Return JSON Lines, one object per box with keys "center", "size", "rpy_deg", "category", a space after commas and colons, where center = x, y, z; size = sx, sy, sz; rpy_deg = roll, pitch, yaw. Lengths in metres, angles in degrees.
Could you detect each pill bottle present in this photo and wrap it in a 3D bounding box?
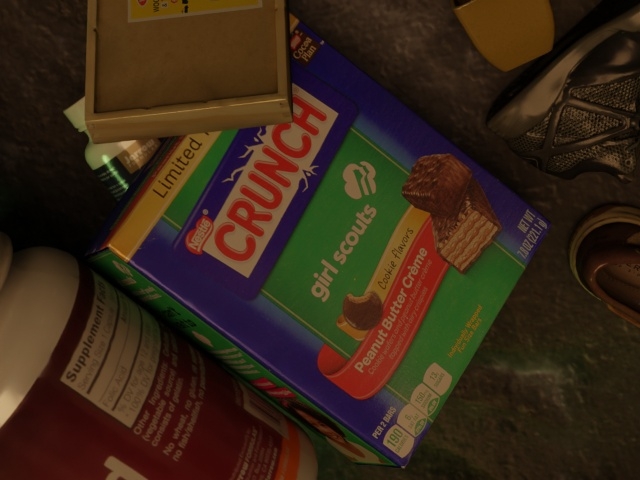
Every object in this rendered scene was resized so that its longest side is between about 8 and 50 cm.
{"center": [-0.211, 0.148, 1.280], "size": [0.392, 0.224, 0.224], "rpy_deg": [39, 106, -24], "category": "pill bottle"}
{"center": [-0.154, -0.073, 1.404], "size": [0.094, 0.094, 0.169], "rpy_deg": [-36, 103, 13], "category": "pill bottle"}

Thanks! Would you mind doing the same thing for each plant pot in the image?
{"center": [0.165, -0.199, 1.359], "size": [0.081, 0.081, 0.083], "rpy_deg": [-25, 116, 10], "category": "plant pot"}

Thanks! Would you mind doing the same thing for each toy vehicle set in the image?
{"center": [-0.110, -0.211, 1.295], "size": [0.166, 0.267, 0.035], "rpy_deg": [-5, 152, 5], "category": "toy vehicle set"}

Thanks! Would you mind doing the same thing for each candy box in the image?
{"center": [0.000, 0.000, 1.339], "size": [0.317, 0.122, 0.268], "rpy_deg": [37, 71, -11], "category": "candy box"}

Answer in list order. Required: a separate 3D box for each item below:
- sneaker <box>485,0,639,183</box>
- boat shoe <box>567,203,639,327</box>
{"center": [0.270, -0.140, 1.371], "size": [0.130, 0.087, 0.227], "rpy_deg": [43, 108, -12], "category": "sneaker"}
{"center": [0.391, 0.074, 1.412], "size": [0.342, 0.123, 0.123], "rpy_deg": [25, 107, -5], "category": "boat shoe"}
